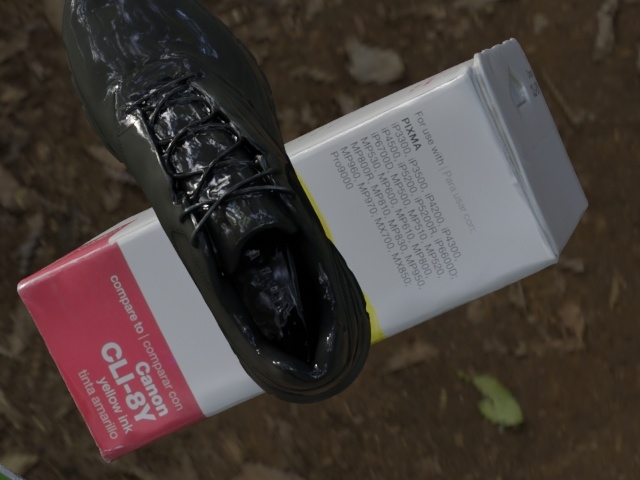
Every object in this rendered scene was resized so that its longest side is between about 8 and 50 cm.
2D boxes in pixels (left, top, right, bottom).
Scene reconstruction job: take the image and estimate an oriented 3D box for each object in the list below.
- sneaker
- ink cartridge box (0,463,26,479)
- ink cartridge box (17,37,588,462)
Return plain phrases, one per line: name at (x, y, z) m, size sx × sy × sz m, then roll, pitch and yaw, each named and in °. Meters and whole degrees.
sneaker at (-0.055, -0.037, 1.088) m, size 0.109 × 0.130 × 0.286 m, roll -33°, pitch 90°, yaw -1°
ink cartridge box at (-0.126, 0.126, 0.463) m, size 0.188 × 0.255 × 0.097 m, roll -4°, pitch 65°, yaw 20°
ink cartridge box at (0.000, 0.000, 1.488) m, size 0.384 × 0.279 × 0.160 m, roll -25°, pitch 94°, yaw 15°
